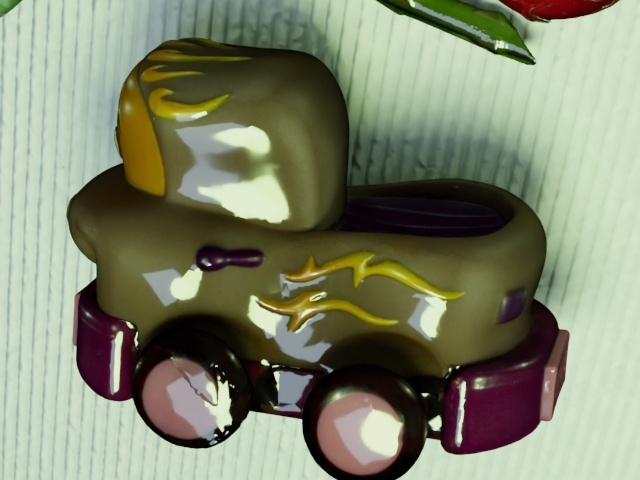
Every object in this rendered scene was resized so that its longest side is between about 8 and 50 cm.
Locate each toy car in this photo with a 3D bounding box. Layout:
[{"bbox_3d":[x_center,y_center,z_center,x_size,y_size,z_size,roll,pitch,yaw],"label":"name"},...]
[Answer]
[{"bbox_3d":[0.000,0.000,1.313,0.341,0.271,0.240,8,106,10],"label":"toy car"}]

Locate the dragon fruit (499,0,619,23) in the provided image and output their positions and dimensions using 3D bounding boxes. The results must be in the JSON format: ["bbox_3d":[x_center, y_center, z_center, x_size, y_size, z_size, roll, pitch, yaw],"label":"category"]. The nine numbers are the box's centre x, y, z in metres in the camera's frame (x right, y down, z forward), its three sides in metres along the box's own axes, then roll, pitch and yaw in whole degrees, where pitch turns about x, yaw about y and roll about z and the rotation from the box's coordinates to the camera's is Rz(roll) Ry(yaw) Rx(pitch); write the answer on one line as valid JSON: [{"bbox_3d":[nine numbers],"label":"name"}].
[{"bbox_3d":[0.113,-0.182,1.227,0.191,0.094,0.094,7,126,20],"label":"dragon fruit"}]

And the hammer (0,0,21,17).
[{"bbox_3d":[-0.340,-0.195,1.364,0.335,0.119,0.206,-28,112,40],"label":"hammer"}]

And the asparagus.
[{"bbox_3d":[0.036,-0.171,1.295,0.236,0.027,0.034,26,149,1],"label":"asparagus"}]
